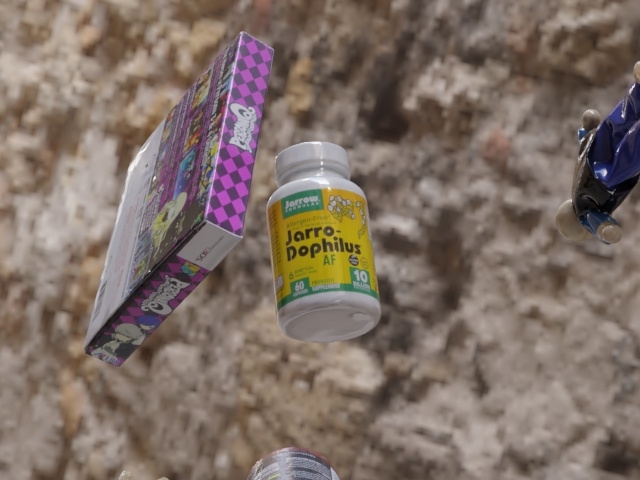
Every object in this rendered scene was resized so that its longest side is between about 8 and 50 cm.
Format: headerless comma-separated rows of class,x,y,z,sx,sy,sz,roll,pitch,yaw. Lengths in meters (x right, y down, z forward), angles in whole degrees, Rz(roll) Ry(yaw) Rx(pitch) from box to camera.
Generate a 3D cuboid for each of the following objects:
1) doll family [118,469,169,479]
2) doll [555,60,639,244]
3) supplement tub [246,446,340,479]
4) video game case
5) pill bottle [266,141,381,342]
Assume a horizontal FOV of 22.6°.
doll family,-0.169,0.324,1.719,0.193,0.111,0.076,43,34,6
doll,0.227,-0.055,1.252,0.046,0.129,0.189,6,-31,-13
supplement tub,-0.024,0.289,1.590,0.106,0.106,0.198,13,16,-7
video game case,-0.121,-0.036,1.376,0.042,0.232,0.210,27,-47,-20
pill bottle,0.000,0.000,1.809,0.117,0.208,0.117,-5,-25,-2
